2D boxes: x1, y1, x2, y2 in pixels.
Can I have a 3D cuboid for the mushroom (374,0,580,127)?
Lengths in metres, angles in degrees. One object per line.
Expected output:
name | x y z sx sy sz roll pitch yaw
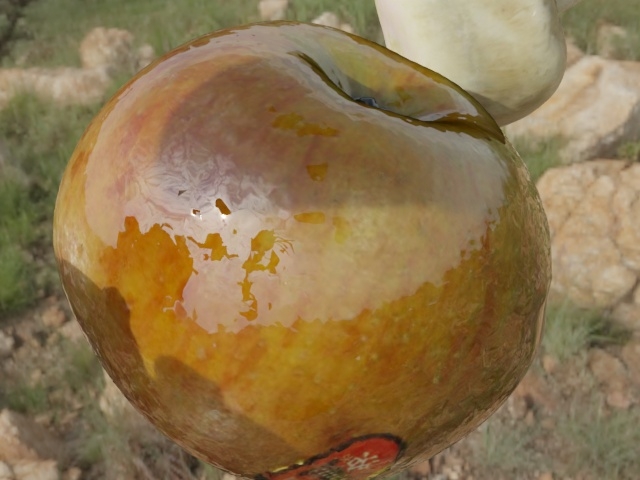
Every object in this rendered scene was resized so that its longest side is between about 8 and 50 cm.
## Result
mushroom | 0.182 -0.248 1.056 0.234 0.260 0.254 -22 68 -7

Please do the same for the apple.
apple | 0.000 0.000 0.834 0.400 0.333 0.400 34 31 -23
